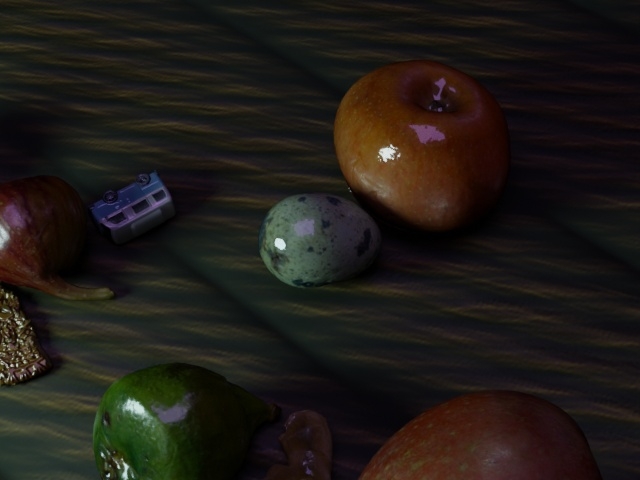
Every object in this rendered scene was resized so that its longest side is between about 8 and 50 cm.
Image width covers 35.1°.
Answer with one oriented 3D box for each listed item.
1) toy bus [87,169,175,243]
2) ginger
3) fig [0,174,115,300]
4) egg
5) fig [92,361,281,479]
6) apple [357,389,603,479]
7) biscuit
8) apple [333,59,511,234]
[{"bbox_3d":[-0.289,-0.045,1.564,0.123,0.060,0.075,-30,62,-16],"label":"toy bus"},{"bbox_3d":[-0.010,0.367,1.256,0.148,0.081,0.333,-12,56,-21],"label":"ginger"},{"bbox_3d":[-0.418,0.012,1.490,0.175,0.175,0.207,-21,76,-8],"label":"fig"},{"bbox_3d":[0.000,0.000,1.456,0.182,0.141,0.141,-2,55,-16],"label":"egg"},{"bbox_3d":[-0.164,0.244,1.322,0.203,0.203,0.235,39,32,27],"label":"fig"},{"bbox_3d":[0.184,0.343,1.092,0.277,0.348,0.348,-18,56,10],"label":"apple"},{"bbox_3d":[-0.485,0.139,1.483,0.126,0.025,0.206,-33,59,-15],"label":"biscuit"},{"bbox_3d":[0.154,-0.146,1.497,0.251,0.206,0.272,-21,56,-12],"label":"apple"}]
